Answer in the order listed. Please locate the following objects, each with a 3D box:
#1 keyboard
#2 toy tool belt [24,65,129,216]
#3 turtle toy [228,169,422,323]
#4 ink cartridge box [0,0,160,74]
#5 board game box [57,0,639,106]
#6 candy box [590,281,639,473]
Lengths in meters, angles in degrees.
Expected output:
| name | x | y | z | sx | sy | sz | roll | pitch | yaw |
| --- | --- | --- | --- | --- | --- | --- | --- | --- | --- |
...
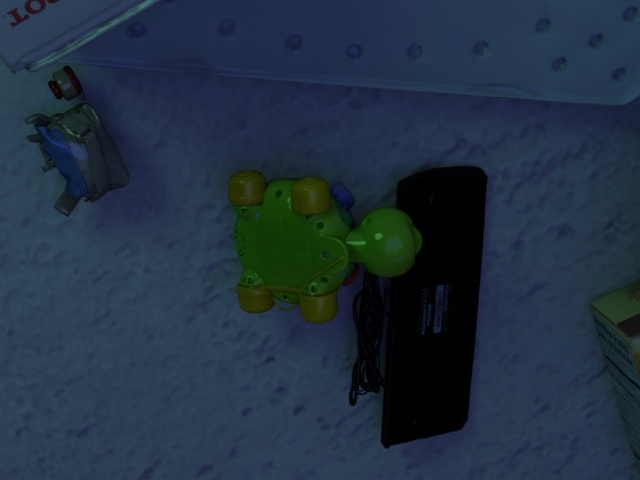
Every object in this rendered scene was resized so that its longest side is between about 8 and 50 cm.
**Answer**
| name | x | y | z | sx | sy | sz | roll | pitch | yaw |
| --- | --- | --- | --- | --- | --- | --- | --- | --- | --- |
| keyboard | 0.060 | 0.043 | 0.965 | 0.100 | 0.038 | 0.192 | -6 | 107 | -32 |
| toy tool belt | -0.158 | -0.060 | 0.882 | 0.051 | 0.052 | 0.083 | -30 | 108 | -9 |
| turtle toy | 0.000 | 0.000 | 0.904 | 0.130 | 0.066 | 0.095 | 7 | 109 | 32 |
| ink cartridge box | -0.150 | -0.215 | 0.718 | 0.158 | 0.092 | 0.218 | -28 | 126 | 9 |
| board game box | 0.044 | -0.273 | 0.804 | 0.390 | 0.050 | 0.390 | 3 | 121 | -11 |
| candy box | 0.326 | 0.161 | 1.006 | 0.183 | 0.087 | 0.316 | -21 | 107 | -4 |
